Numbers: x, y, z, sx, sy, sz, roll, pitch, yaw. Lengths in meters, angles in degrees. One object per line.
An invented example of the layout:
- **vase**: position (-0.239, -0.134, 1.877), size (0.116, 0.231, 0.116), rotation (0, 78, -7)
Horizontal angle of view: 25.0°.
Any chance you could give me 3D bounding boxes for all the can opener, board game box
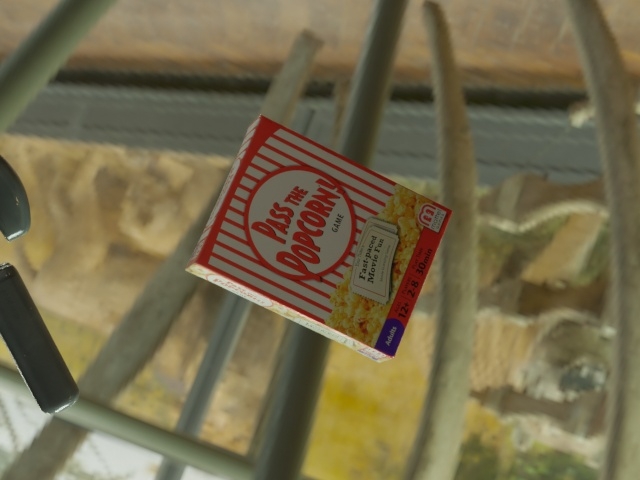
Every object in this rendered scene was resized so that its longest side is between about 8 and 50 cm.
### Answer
- **can opener**: position (-0.314, 0.040, 1.517), size (0.283, 0.095, 0.076), rotation (64, 166, -11)
- **board game box**: position (0.000, 0.000, 1.260), size (0.194, 0.146, 0.045), rotation (25, 164, -11)
